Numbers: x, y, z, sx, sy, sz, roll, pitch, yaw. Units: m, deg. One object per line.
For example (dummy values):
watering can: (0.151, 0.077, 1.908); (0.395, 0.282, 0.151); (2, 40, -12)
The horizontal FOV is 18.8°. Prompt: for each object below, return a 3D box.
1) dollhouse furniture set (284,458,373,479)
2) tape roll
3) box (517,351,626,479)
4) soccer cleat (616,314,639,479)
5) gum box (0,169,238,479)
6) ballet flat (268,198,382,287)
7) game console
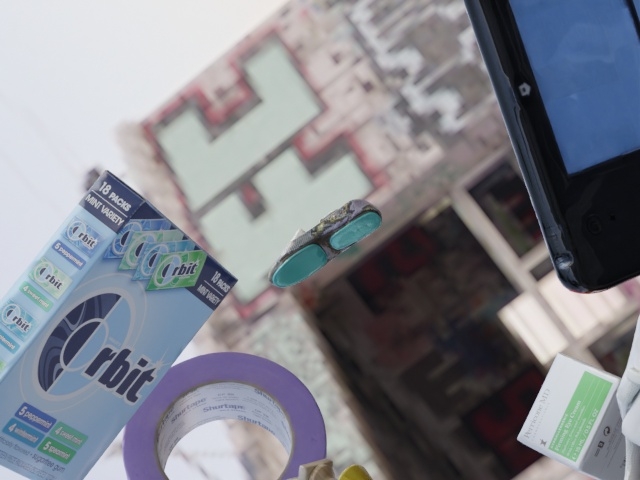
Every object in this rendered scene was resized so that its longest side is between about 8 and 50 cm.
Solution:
dollhouse furniture set: (-0.039, 0.347, 1.532); (0.198, 0.303, 0.286); (13, -168, 40)
tape roll: (-0.087, 0.204, 1.793); (0.189, 0.189, 0.080); (58, 164, 27)
box: (0.270, 0.179, 1.902); (0.102, 0.101, 0.087); (27, 178, -44)
soccer cleat: (0.262, 0.063, 1.270); (0.116, 0.143, 0.331); (26, 131, 33)
gum box: (-0.148, 0.064, 1.218); (0.041, 0.184, 0.157); (35, 175, 27)
ballet flat: (0.000, 0.000, 1.699); (0.041, 0.114, 0.041); (58, 178, 3)
game console: (0.295, -0.177, 1.790); (0.342, 0.060, 0.387); (-21, -88, -35)
